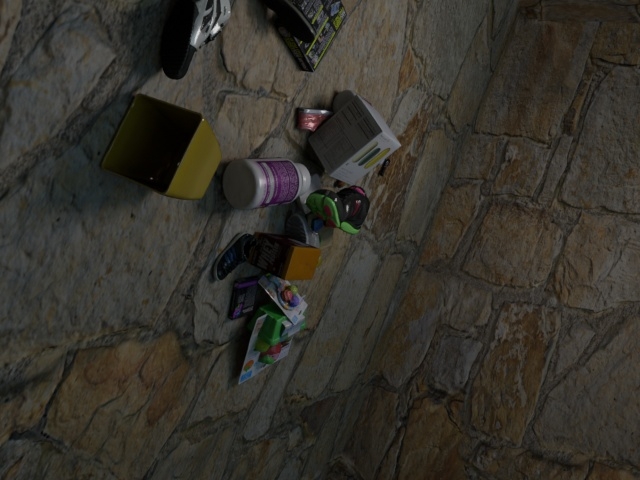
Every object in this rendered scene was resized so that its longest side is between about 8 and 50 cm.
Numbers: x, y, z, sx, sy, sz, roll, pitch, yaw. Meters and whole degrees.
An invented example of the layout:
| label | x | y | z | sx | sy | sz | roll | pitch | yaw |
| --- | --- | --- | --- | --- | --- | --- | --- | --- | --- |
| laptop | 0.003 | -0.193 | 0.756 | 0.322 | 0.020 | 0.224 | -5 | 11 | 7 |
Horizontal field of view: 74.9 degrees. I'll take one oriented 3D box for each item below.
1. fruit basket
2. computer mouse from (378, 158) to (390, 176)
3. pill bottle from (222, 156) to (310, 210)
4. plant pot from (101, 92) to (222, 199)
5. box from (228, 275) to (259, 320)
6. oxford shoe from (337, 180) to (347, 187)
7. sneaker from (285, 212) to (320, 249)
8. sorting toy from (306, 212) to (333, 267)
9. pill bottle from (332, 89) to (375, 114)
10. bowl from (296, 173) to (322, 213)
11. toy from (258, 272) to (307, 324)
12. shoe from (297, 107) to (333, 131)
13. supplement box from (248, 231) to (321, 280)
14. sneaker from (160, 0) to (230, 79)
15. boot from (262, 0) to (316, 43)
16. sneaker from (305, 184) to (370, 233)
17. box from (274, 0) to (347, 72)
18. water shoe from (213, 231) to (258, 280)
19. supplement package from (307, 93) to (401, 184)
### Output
| label | x | y | z | sx | sy | sz | roll | pitch | yaw |
| --- | --- | --- | --- | --- | --- | --- | --- | --- | --- |
| fruit basket | -0.193 | 0.427 | 1.796 | 0.327 | 0.166 | 0.352 | -16 | 125 | -53 |
| computer mouse | 0.327 | -0.434 | 2.194 | 0.106 | 0.042 | 0.193 | -56 | 147 | -18 |
| pill bottle | -0.172 | -0.200 | 1.437 | 0.302 | 0.170 | 0.169 | -16 | 122 | -52 |
| plant pot | -0.382 | -0.218 | 1.084 | 0.212 | 0.213 | 0.187 | -66 | 162 | -4 |
| box | -0.299 | 0.223 | 1.633 | 0.116 | 0.029 | 0.161 | -7 | 113 | -57 |
| oxford shoe | 0.134 | -0.331 | 1.952 | 0.076 | 0.076 | 0.212 | 47 | 67 | -24 |
| sneaker | -0.067 | -0.016 | 1.785 | 0.115 | 0.105 | 0.281 | -57 | 146 | -36 |
| sorting toy | 0.000 | 0.000 | 1.950 | 0.229 | 0.041 | 0.306 | -26 | 129 | -48 |
| pill bottle | 0.154 | -0.551 | 1.777 | 0.216 | 0.121 | 0.121 | 0 | 108 | -57 |
| bowl | -0.056 | -0.198 | 1.732 | 0.142 | 0.053 | 0.142 | -50 | 144 | -28 |
| toy | -0.136 | 0.211 | 1.703 | 0.237 | 0.056 | 0.137 | 49 | 37 | -11 |
| shoe | -0.021 | -0.467 | 1.617 | 0.178 | 0.064 | 0.081 | -15 | 122 | -47 |
| supplement box | -0.139 | 0.060 | 1.620 | 0.191 | 0.194 | 0.128 | 6 | 103 | -58 |
| sneaker | -0.299 | -0.557 | 1.066 | 0.146 | 0.123 | 0.330 | 11 | 99 | -57 |
| boot | -0.071 | -0.745 | 1.273 | 0.236 | 0.085 | 0.178 | 40 | 66 | -22 |
| sneaker | 0.088 | -0.156 | 1.745 | 0.202 | 0.185 | 0.483 | -55 | 164 | 7 |
| box | -0.026 | -0.759 | 1.431 | 0.269 | 0.060 | 0.216 | -63 | 149 | -9 |
| water shoe | -0.301 | 0.060 | 1.478 | 0.203 | 0.080 | 0.073 | -60 | 148 | -14 |
| supplement package | 0.135 | -0.390 | 1.660 | 0.263 | 0.197 | 0.199 | -38 | 158 | 23 |
